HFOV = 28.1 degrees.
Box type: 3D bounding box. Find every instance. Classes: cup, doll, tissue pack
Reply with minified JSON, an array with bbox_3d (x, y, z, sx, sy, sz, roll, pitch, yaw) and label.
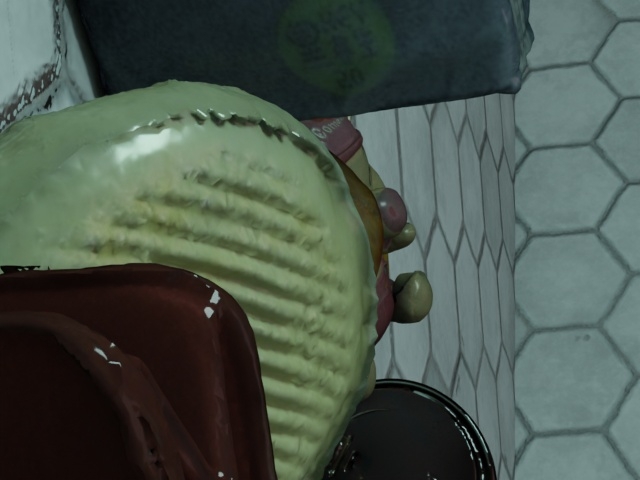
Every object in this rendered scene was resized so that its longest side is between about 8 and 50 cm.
[{"bbox_3d":[0.075,0.254,1.243,0.280,0.196,0.196,68,22,-67],"label":"cup"},{"bbox_3d":[0.004,-0.001,1.106,0.196,0.152,0.256,-93,167,-62],"label":"doll"},{"bbox_3d":[-0.037,-0.270,0.780,0.124,0.288,0.394,-68,150,-57],"label":"tissue pack"}]

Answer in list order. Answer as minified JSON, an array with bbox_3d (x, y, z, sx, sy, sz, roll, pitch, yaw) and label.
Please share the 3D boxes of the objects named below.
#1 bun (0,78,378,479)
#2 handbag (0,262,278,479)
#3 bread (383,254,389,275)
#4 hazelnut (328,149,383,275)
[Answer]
[{"bbox_3d":[-0.103,0.047,0.635,0.287,0.146,0.287,-24,124,-40],"label":"bun"},{"bbox_3d":[-0.131,0.152,0.388,0.084,0.260,0.276,-38,119,-72],"label":"handbag"},{"bbox_3d":[0.019,-0.005,1.312,0.116,0.077,0.200,-59,141,-52],"label":"bread"},{"bbox_3d":[-0.058,0.026,0.853,0.214,0.176,0.214,-53,169,-15],"label":"hazelnut"}]
